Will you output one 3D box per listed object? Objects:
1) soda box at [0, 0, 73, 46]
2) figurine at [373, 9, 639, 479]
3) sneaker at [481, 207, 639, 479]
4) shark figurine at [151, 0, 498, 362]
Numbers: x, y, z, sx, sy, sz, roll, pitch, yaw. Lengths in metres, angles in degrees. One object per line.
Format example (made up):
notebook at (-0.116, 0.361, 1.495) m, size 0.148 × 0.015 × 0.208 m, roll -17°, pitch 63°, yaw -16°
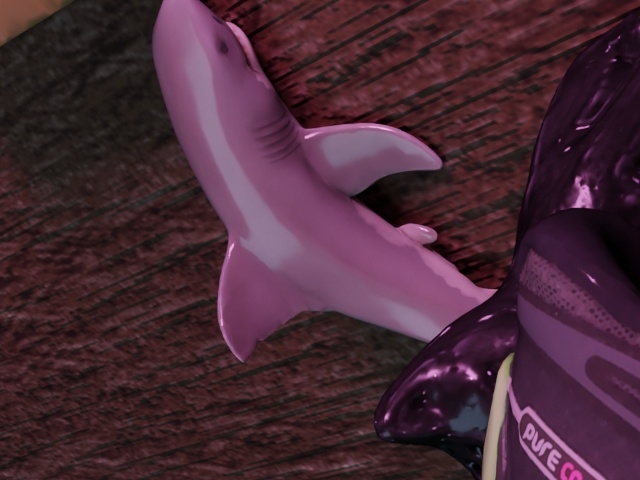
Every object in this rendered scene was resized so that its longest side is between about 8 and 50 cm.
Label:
soda box at (-0.153, -0.128, 0.885) m, size 0.058 × 0.061 × 0.181 m, roll 48°, pitch 145°, yaw -18°
figurine at (0.144, 0.054, 0.707) m, size 0.215 × 0.209 × 0.092 m, roll 39°, pitch 147°, yaw -6°
sneaker at (0.261, 0.026, 0.494) m, size 0.482 × 0.185 × 0.202 m, roll -10°, pitch 89°, yaw 21°
shark figurine at (0.016, 0.021, 0.877) m, size 0.278 × 0.116 × 0.166 m, roll 34°, pitch 149°, yaw 6°
